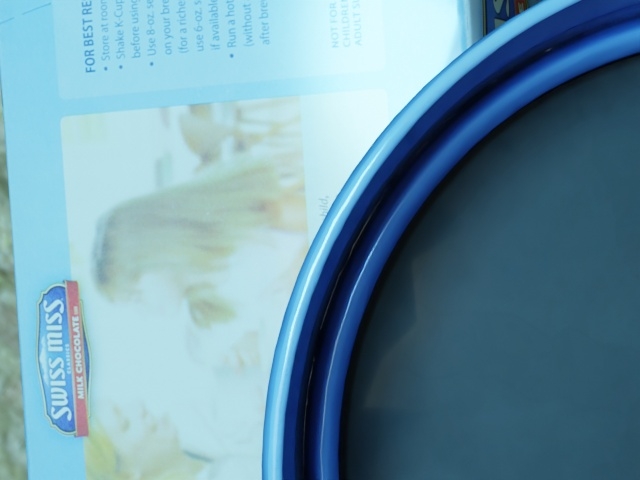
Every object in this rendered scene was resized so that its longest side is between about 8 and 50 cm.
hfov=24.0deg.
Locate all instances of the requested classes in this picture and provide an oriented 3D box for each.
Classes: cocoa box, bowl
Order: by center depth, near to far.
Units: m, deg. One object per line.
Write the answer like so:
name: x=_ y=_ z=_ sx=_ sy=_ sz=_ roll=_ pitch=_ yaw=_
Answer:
bowl: x=0.172 y=0.084 z=0.573 sx=0.391 sy=0.077 sz=0.391 roll=0 pitch=92 yaw=-4
cocoa box: x=0.000 y=0.000 z=0.740 sx=0.232 sy=0.228 sz=0.347 roll=-3 pitch=92 yaw=21
